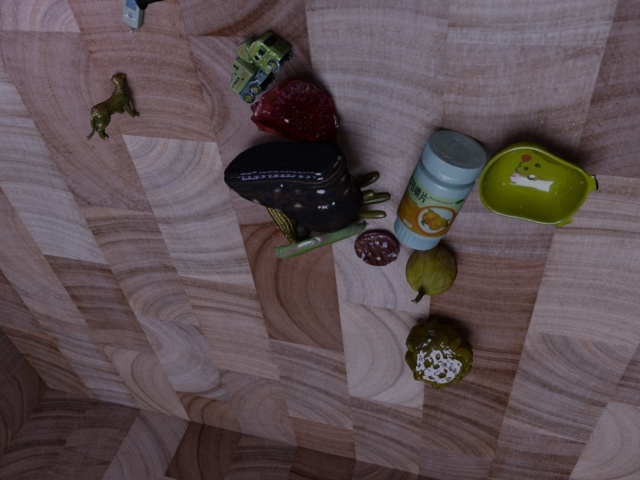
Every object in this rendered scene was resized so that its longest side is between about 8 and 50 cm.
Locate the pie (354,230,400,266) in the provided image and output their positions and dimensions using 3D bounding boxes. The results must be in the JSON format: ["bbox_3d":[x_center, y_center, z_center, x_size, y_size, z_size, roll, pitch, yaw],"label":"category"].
[{"bbox_3d":[0.183,0.025,1.757,0.154,0.038,0.153,9,135,9],"label":"pie"}]

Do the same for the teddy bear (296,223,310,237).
[{"bbox_3d":[-0.051,-0.128,1.663,0.133,0.111,0.213,-26,97,15],"label":"teddy bear"}]

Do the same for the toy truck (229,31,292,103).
[{"bbox_3d":[-0.167,-0.446,1.389,0.116,0.085,0.191,41,136,-12],"label":"toy truck"}]

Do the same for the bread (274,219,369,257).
[{"bbox_3d":[0.005,-0.002,1.639,0.301,0.301,0.045,-17,91,35],"label":"bread"}]

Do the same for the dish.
[{"bbox_3d":[0.540,-0.159,1.374,0.263,0.108,0.221,20,137,5],"label":"dish"}]

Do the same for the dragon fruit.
[{"bbox_3d":[-0.094,-0.342,1.426,0.212,0.134,0.262,5,173,37],"label":"dragon fruit"}]

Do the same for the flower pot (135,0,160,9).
[{"bbox_3d":[-0.330,-0.627,1.200,0.148,0.235,0.235,3,137,-7],"label":"flower pot"}]

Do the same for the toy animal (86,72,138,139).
[{"bbox_3d":[-0.618,-0.381,1.579,0.073,0.181,0.136,33,152,15],"label":"toy animal"}]

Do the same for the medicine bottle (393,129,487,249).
[{"bbox_3d":[0.308,-0.124,1.466,0.158,0.158,0.318,19,137,3],"label":"medicine bottle"}]

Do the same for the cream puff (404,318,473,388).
[{"bbox_3d":[0.414,0.400,1.920,0.244,0.244,0.196,-16,161,34],"label":"cream puff"}]

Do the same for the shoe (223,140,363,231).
[{"bbox_3d":[-0.071,-0.143,1.514,0.384,0.171,0.237,2,140,31],"label":"shoe"}]

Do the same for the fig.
[{"bbox_3d":[0.318,0.114,1.638,0.159,0.257,0.159,14,125,22],"label":"fig"}]

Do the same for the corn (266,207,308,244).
[{"bbox_3d":[-0.104,-0.059,1.753,0.080,0.080,0.231,-7,132,27],"label":"corn"}]

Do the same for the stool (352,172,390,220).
[{"bbox_3d":[0.129,-0.119,1.578,0.111,0.134,0.135,-14,171,27],"label":"stool"}]

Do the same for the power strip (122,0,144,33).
[{"bbox_3d":[-0.473,-0.610,1.385,0.048,0.030,0.191,25,137,-3],"label":"power strip"}]
